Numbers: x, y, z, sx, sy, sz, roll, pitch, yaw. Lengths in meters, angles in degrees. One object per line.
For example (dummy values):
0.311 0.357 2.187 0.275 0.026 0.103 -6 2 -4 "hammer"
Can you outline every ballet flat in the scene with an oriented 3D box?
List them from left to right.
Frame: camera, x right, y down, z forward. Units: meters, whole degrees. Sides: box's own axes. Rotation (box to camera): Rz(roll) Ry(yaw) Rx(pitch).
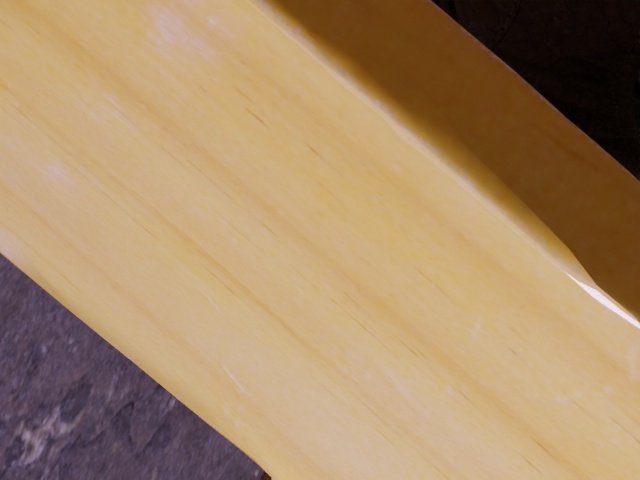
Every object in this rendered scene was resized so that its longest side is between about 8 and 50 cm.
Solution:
0.131 -0.082 0.675 0.124 0.116 0.342 -3 166 16 "ballet flat"

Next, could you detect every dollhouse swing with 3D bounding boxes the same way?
0.086 -0.033 0.512 0.305 0.315 0.347 54 159 0 "dollhouse swing"
